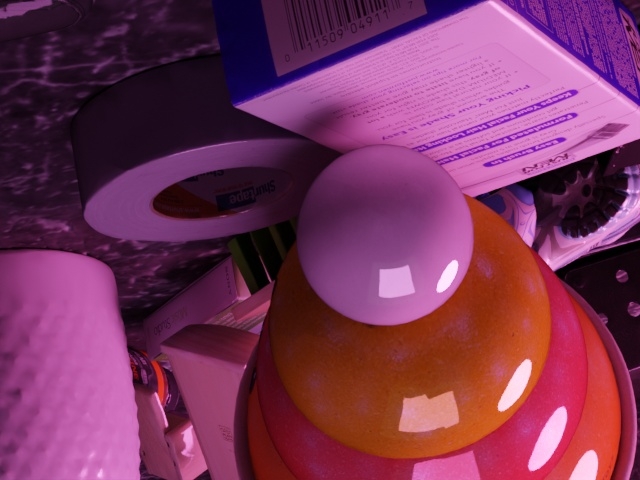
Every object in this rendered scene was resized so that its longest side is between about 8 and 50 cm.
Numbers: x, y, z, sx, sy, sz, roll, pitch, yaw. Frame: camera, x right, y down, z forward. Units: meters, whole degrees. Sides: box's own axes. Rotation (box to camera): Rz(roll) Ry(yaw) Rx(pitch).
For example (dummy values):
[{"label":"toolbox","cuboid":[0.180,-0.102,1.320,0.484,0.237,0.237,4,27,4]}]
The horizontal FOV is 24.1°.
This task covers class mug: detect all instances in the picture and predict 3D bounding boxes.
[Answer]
[{"label":"mug","cuboid":[-0.346,0.202,1.440,0.276,0.328,0.374,-25,159,36]}]

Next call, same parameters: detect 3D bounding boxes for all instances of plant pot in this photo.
[{"label":"plant pot","cuboid":[0.343,0.094,1.739,0.188,0.187,0.167,-17,168,-5]}]

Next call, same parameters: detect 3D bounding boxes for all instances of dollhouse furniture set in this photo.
[{"label":"dollhouse furniture set","cuboid":[-0.028,0.129,1.678,0.286,0.198,0.303,9,-147,45]}]

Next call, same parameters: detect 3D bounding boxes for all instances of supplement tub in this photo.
[{"label":"supplement tub","cuboid":[-0.257,0.179,1.814,0.106,0.106,0.198,-20,162,27]}]

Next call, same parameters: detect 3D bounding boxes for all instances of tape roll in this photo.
[{"label":"tape roll","cuboid":[-0.083,-0.068,1.182,0.219,0.072,0.219,-11,163,-4]}]

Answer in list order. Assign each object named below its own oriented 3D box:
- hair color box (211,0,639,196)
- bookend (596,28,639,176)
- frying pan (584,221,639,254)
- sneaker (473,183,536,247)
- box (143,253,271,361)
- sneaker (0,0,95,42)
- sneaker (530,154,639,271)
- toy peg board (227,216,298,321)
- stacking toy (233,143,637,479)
[{"label":"hair color box","cuboid":[0.094,-0.129,1.041,0.185,0.110,0.339,-19,160,25]},{"label":"bookend","cuboid":[0.313,-0.126,1.258,0.157,0.072,0.156,-12,164,0]},{"label":"frying pan","cuboid":[0.276,0.008,1.672,0.326,0.053,0.197,-16,176,29]},{"label":"sneaker","cuboid":[0.139,-0.003,1.521,0.085,0.086,0.237,30,158,-22]},{"label":"box","cuboid":[-0.013,0.075,1.727,0.322,0.058,0.232,-2,161,-33]},{"label":"sneaker","cuboid":[-0.261,-0.109,0.876,0.267,0.106,0.101,-11,162,-6]},{"label":"sneaker","cuboid":[0.247,-0.010,1.534,0.122,0.110,0.283,-3,162,-38]},{"label":"toy peg board","cuboid":[0.000,0.000,1.488,0.160,0.079,0.161,-19,171,-38]},{"label":"stacking toy","cuboid":[0.072,0.064,1.138,0.350,0.350,0.480,-12,151,2]}]
